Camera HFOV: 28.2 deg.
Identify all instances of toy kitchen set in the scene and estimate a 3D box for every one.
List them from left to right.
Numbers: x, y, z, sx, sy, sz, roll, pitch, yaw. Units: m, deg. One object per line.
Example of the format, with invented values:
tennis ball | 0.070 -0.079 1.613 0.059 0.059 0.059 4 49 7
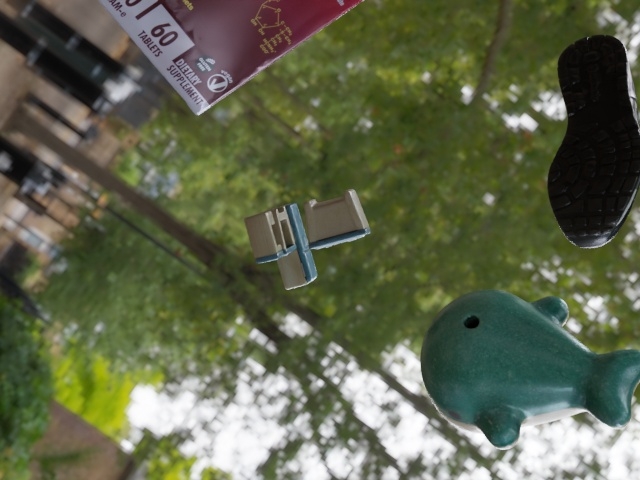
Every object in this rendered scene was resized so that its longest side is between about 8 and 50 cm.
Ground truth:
toy kitchen set | 0.000 0.000 1.803 0.166 0.122 0.207 -15 -177 11

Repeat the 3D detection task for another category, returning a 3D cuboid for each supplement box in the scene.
supplement box | -0.027 -0.206 0.844 0.239 0.130 0.073 -34 -146 10

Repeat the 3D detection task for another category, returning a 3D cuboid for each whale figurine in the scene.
whale figurine | 0.245 0.143 1.517 0.272 0.141 0.216 8 -125 35

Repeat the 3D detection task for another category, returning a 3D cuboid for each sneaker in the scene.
sneaker | 0.335 -0.096 1.475 0.107 0.124 0.283 -5 -126 25
